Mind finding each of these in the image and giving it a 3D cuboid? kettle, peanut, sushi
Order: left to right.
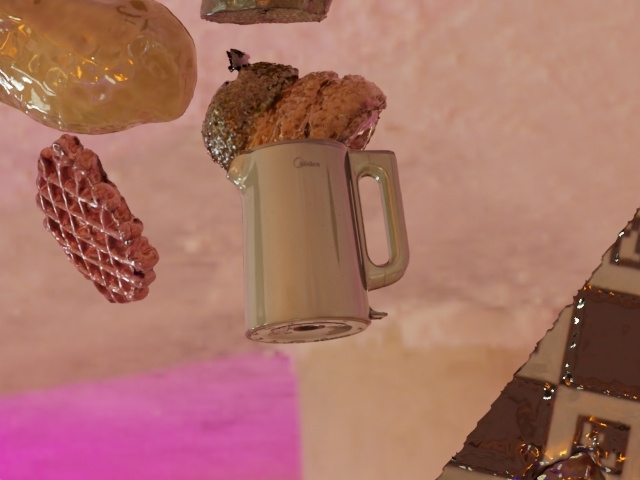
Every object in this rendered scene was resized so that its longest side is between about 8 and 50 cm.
[{"bbox_3d":[-0.249,-0.177,1.482,0.313,0.149,0.149,24,171,16],"label":"peanut"},{"bbox_3d":[-0.003,-0.001,1.339,0.127,0.148,0.098,-9,165,17],"label":"kettle"},{"bbox_3d":[0.227,0.155,0.956,0.294,0.292,0.059,39,-174,9],"label":"sushi"}]

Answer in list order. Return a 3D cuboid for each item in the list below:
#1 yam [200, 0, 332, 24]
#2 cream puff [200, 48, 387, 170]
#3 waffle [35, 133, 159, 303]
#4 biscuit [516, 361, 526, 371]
[{"bbox_3d":[-0.034,-0.347,1.825,0.154,0.254,0.154,12,179,0],"label":"yam"},{"bbox_3d":[-0.043,-0.123,1.794,0.169,0.183,0.183,33,166,8],"label":"cream puff"},{"bbox_3d":[-0.279,-0.018,2.079,0.055,0.221,0.234,-34,179,-24],"label":"waffle"},{"bbox_3d":[0.241,0.109,1.299,0.199,0.034,0.064,12,133,-32],"label":"biscuit"}]
